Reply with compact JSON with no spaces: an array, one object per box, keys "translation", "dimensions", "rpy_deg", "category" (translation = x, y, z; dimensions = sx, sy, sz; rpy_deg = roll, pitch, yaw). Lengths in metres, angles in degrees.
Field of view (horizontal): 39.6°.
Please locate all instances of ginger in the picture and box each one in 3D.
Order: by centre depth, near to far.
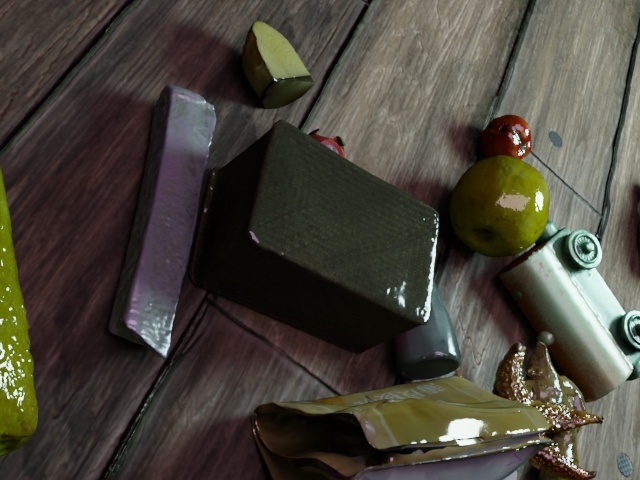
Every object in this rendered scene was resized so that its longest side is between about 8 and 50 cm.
[{"translation":[0.330,0.267,1.279],"dimensions":[0.133,0.059,0.214],"rpy_deg":[38,51,-26],"category":"ginger"}]

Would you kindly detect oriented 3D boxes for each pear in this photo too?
[{"translation":[0.271,-0.051,1.339],"dimensions":[0.149,0.149,0.162],"rpy_deg":[45,47,-9],"category":"pear"}]

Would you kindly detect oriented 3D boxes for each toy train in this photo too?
[{"translation":[0.394,0.112,1.382],"dimensions":[0.177,0.116,0.285],"rpy_deg":[-33,90,-31],"category":"toy train"}]

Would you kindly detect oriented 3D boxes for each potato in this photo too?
[{"translation":[-0.074,-0.244,1.231],"dimensions":[0.096,0.066,0.103],"rpy_deg":[-5,65,-54],"category":"potato"}]

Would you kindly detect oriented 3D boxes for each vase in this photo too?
[{"translation":[0.131,0.076,1.212],"dimensions":[0.086,0.086,0.214],"rpy_deg":[12,56,-33],"category":"vase"}]

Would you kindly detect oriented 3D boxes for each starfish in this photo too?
[{"translation":[0.276,0.260,1.218],"dimensions":[0.227,0.043,0.240],"rpy_deg":[17,72,2],"category":"starfish"}]

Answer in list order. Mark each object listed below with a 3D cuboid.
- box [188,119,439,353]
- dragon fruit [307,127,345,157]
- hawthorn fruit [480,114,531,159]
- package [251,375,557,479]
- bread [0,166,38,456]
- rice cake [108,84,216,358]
[{"translation":[-0.001,0.001,1.105],"dimensions":[0.273,0.143,0.184],"rpy_deg":[27,53,-26],"category":"box"},{"translation":[-0.001,-0.123,1.228],"dimensions":[0.083,0.056,0.060],"rpy_deg":[6,65,-34],"category":"dragon fruit"},{"translation":[0.311,-0.162,1.472],"dimensions":[0.093,0.093,0.093],"rpy_deg":[18,57,-30],"category":"hawthorn fruit"},{"translation":[0.113,0.229,1.025],"dimensions":[0.311,0.165,0.221],"rpy_deg":[2,44,-37],"category":"package"},{"translation":[-0.363,0.029,0.831],"dimensions":[0.166,0.112,0.384],"rpy_deg":[0,67,-37],"category":"bread"},{"translation":[-0.181,-0.031,1.040],"dimensions":[0.072,0.056,0.365],"rpy_deg":[26,53,-32],"category":"rice cake"}]
